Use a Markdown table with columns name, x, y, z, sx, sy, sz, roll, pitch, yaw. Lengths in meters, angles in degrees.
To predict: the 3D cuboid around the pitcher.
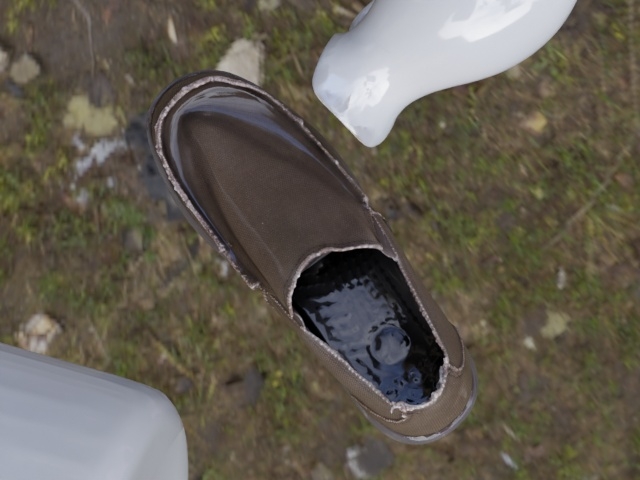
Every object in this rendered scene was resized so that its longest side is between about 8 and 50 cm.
| name | x | y | z | sx | sy | sz | roll | pitch | yaw |
| --- | --- | --- | --- | --- | --- | --- | --- | --- | --- |
| pitcher | 0.099 | -0.189 | 1.105 | 0.207 | 0.177 | 0.125 | -35 | 119 | 26 |

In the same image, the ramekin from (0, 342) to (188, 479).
| name | x | y | z | sx | sy | sz | roll | pitch | yaw |
| --- | --- | --- | --- | --- | --- | --- | --- | --- | --- |
| ramekin | -0.151 | 0.175 | 0.609 | 0.135 | 0.277 | 0.277 | 10 | 112 | 6 |

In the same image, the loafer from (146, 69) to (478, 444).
| name | x | y | z | sx | sy | sz | roll | pitch | yaw |
| --- | --- | --- | --- | --- | --- | --- | --- | --- | --- |
| loafer | 0.000 | 0.000 | 1.110 | 0.134 | 0.130 | 0.366 | -42 | 84 | -5 |
